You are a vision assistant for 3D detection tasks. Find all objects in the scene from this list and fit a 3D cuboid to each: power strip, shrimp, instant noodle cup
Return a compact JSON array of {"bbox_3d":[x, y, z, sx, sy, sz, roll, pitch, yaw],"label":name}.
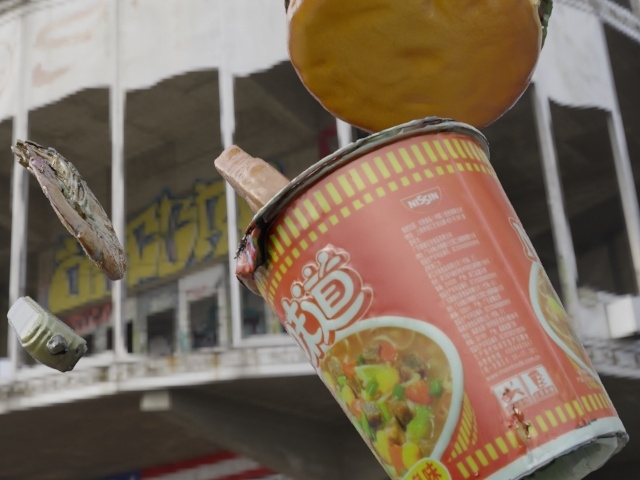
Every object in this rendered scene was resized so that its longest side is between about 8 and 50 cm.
[{"bbox_3d":[-0.423,0.143,1.716,0.092,0.066,0.387,37,-11,-16],"label":"power strip"},{"bbox_3d":[-0.303,-0.046,1.320,0.053,0.236,0.133,-40,-22,9],"label":"shrimp"},{"bbox_3d":[0.073,0.064,0.688,0.193,0.212,0.193,-24,-25,-12],"label":"instant noodle cup"}]

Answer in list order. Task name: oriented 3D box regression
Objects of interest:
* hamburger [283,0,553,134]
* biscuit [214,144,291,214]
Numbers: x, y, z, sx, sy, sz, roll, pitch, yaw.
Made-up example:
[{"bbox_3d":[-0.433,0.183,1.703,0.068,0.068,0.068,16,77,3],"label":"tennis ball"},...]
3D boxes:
[{"bbox_3d":[0.090,-0.218,1.012,0.246,0.170,0.246,5,-40,4],"label":"hamburger"},{"bbox_3d":[0.000,0.000,1.001,0.202,0.047,0.334,40,-1,-18],"label":"biscuit"}]
